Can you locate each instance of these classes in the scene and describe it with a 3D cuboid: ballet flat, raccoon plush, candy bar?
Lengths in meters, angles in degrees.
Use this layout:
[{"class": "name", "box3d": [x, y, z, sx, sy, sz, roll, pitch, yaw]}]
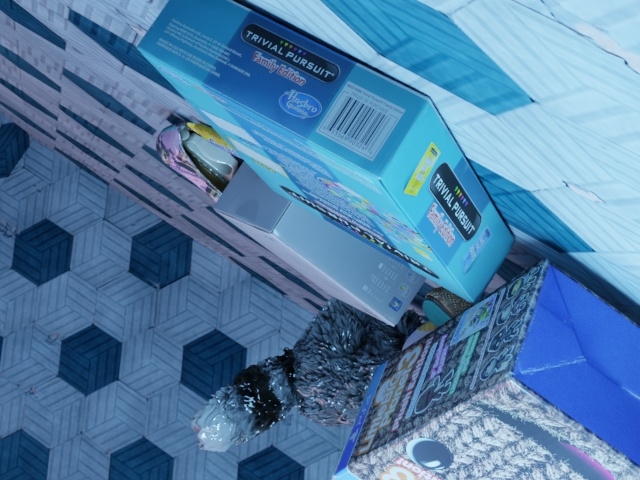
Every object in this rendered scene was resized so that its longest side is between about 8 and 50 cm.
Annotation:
[{"class": "ballet flat", "box3d": [0.214, 0.125, 1.929, 0.206, 0.067, 0.073, 48, 156, 18]}, {"class": "raccoon plush", "box3d": [0.073, 0.270, 2.352, 0.299, 0.446, 0.216, 45, 167, 32]}, {"class": "ballet flat", "box3d": [-0.123, -0.088, 2.153, 0.221, 0.077, 0.079, 36, 154, -16]}, {"class": "candy bar", "box3d": [-0.115, -0.123, 2.039, 0.161, 0.018, 0.040, 28, 172, 45]}]

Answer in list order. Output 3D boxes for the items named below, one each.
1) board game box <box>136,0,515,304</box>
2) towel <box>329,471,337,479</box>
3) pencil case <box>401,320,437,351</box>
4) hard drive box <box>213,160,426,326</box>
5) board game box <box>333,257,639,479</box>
[{"class": "board game box", "box3d": [0.017, -0.080, 1.396, 0.254, 0.079, 0.336, 30, 173, 25]}, {"class": "towel", "box3d": [0.242, 0.280, 1.929, 0.374, 0.320, 0.090, 32, 152, 16]}, {"class": "pencil case", "box3d": [0.210, 0.214, 2.139, 0.113, 0.124, 0.273, 31, -163, -34]}, {"class": "hard drive box", "box3d": [0.000, 0.000, 2.059, 0.232, 0.089, 0.181, 37, 173, -30]}, {"class": "board game box", "box3d": [0.196, 0.185, 1.484, 0.232, 0.141, 0.291, 35, 142, -13]}]
